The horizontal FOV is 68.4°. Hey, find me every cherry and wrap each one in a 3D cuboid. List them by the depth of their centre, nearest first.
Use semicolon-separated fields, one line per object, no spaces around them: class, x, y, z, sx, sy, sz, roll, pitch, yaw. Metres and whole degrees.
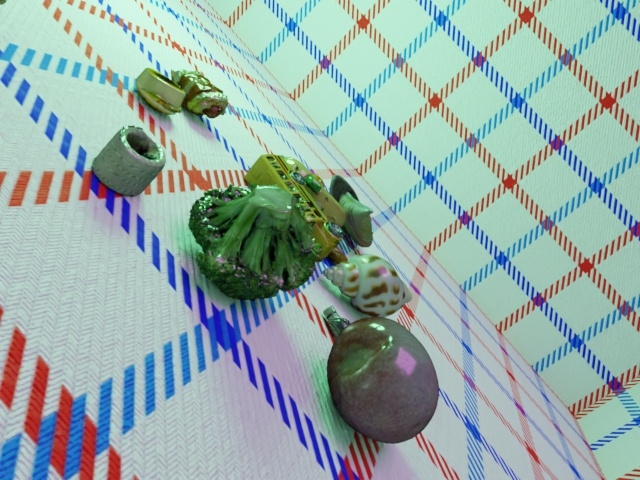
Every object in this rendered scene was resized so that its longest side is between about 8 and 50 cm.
cherry;0.131;0.270;0.907;0.239;0.206;0.239;35;10;-8

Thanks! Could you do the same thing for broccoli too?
broccoli;-0.120;-0.011;0.911;0.269;0.241;0.261;13;48;-11

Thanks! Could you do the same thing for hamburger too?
hamburger;-0.415;-0.381;1.225;0.141;0.081;0.126;38;13;11

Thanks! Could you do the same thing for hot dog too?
hot dog;-0.374;-0.439;1.426;0.146;0.103;0.213;-10;47;-45
hot dog;0.000;0.000;1.440;0.216;0.047;0.066;49;-12;-13

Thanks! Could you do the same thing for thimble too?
thimble;-0.346;-0.146;0.861;0.102;0.090;0.115;38;21;-29

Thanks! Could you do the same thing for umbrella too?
umbrella;0.066;0.233;1.095;0.188;0.050;0.046;58;-2;30

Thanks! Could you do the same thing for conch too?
conch;0.134;0.127;1.317;0.275;0.183;0.149;38;50;-11

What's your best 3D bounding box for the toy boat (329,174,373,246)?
toy boat;0.118;-0.080;1.718;0.293;0.111;0.276;-116;-173;-46

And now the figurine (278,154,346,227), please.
figurine;-0.035;-0.154;1.584;0.324;0.124;0.222;40;16;-33

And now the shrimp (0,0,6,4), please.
shrimp;-0.724;-0.553;0.901;0.267;0.061;0.145;50;27;1

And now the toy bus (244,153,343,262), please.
toy bus;-0.081;-0.094;1.337;0.123;0.121;0.335;1;49;-55
